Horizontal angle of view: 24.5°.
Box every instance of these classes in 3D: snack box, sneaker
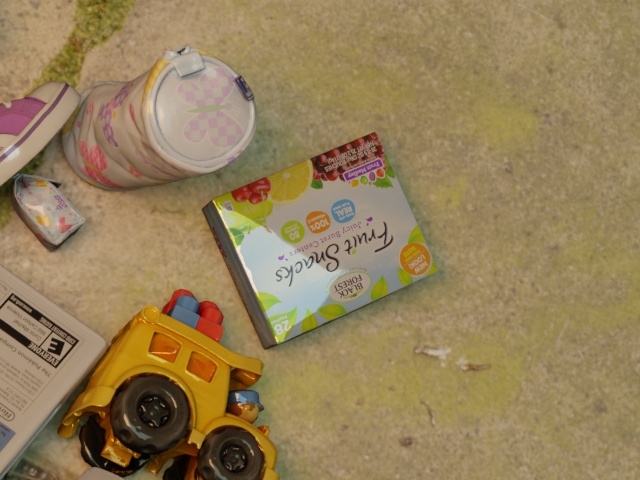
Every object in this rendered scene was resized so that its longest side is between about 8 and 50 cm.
[{"bbox_3d":[0.000,0.000,1.624,0.207,0.070,0.174,-23,88,-17],"label":"snack box"},{"bbox_3d":[-0.375,-0.106,1.449,0.282,0.102,0.161,-43,100,-27],"label":"sneaker"}]

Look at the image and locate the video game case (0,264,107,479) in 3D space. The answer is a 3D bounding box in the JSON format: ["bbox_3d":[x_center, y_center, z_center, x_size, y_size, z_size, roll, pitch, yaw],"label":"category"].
[{"bbox_3d":[-0.427,0.119,1.433,0.329,0.036,0.300,35,63,6],"label":"video game case"}]

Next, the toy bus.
[{"bbox_3d":[-0.131,0.160,1.535,0.220,0.149,0.211,30,58,-12],"label":"toy bus"}]

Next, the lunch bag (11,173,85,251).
[{"bbox_3d":[-0.290,-0.035,1.544,0.053,0.071,0.083,-44,94,-17],"label":"lunch bag"}]

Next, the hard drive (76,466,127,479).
[{"bbox_3d":[-0.284,0.331,1.436,0.054,0.172,0.254,39,72,2],"label":"hard drive"}]

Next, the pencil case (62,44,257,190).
[{"bbox_3d":[-0.171,-0.116,1.488,0.113,0.273,0.124,-38,104,-24],"label":"pencil case"}]
